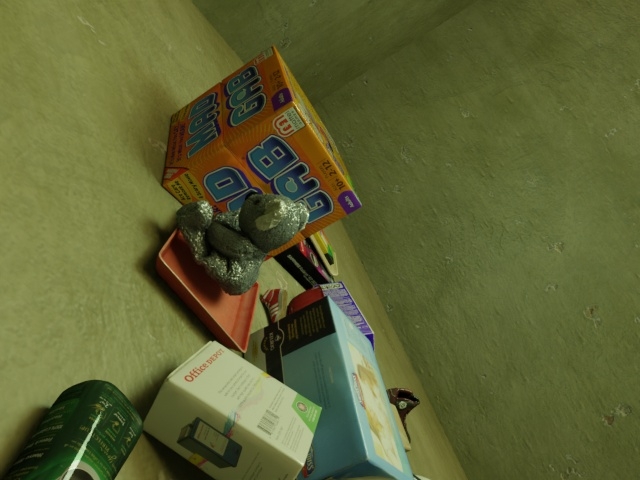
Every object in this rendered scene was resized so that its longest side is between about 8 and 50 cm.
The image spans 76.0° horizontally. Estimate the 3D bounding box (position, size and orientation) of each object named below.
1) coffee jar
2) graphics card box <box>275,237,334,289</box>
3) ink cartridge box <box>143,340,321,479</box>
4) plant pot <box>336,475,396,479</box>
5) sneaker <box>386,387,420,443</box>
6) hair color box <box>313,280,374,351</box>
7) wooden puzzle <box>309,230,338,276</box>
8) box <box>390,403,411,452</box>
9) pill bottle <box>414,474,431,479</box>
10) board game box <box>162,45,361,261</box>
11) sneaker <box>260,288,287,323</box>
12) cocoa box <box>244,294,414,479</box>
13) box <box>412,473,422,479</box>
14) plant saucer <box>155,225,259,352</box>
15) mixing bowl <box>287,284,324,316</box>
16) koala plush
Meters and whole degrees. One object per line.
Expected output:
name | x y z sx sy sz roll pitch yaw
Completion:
coffee jar | -0.246 0.228 0.383 0.184 0.079 0.096 -89 156 -68
graphics card box | -0.078 0.034 1.503 0.371 0.094 0.233 52 14 -41
ink cartridge box | -0.120 0.258 0.601 0.212 0.093 0.154 32 10 5
plant pot | -0.009 0.431 0.428 0.280 0.323 0.323 32 29 -42
sneaker | 0.314 0.658 1.534 0.281 0.162 0.106 56 13 -23
hair color box | 0.060 0.270 1.191 0.339 0.110 0.185 -119 -156 -71
wooden puzzle | 0.000 0.000 1.580 0.239 0.044 0.221 56 11 -19
box | 0.142 0.543 1.182 0.311 0.121 0.148 46 20 -52
pill bottle | 0.196 0.689 0.829 0.224 0.224 0.392 61 12 -1
board game box | -0.157 -0.224 1.124 0.356 0.356 0.357 50 16 -42
sneaker | -0.128 0.186 1.093 0.042 0.067 0.119 44 51 -61
cocoa box | 0.005 0.336 0.823 0.231 0.227 0.347 51 15 -39
box | 0.128 0.531 0.861 0.175 0.051 0.220 2 11 -45
plant saucer | -0.233 0.078 0.867 0.259 0.047 0.258 57 12 -23
mixing bowl | -0.040 0.221 1.146 0.181 0.098 0.182 174 -90 -81
koala plush | -0.134 -0.017 0.845 0.203 0.221 0.196 64 12 10
